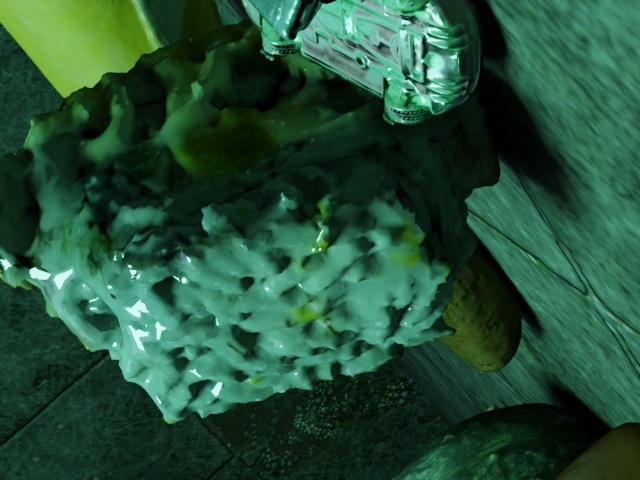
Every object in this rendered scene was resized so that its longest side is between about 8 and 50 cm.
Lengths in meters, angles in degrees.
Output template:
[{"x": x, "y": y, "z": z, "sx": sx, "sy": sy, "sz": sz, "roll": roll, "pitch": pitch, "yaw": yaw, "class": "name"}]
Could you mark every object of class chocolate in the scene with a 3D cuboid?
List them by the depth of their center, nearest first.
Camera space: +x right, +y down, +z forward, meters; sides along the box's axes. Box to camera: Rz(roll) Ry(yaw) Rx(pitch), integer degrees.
[{"x": -0.152, "y": -0.181, "z": 0.893, "sx": 0.162, "sy": 0.162, "sz": 0.445, "roll": 46, "pitch": 173, "yaw": 44, "class": "chocolate"}]

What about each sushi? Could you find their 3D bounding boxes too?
[{"x": -0.044, "y": -0.016, "z": 0.602, "sx": 0.184, "sy": 0.274, "sz": 0.139, "roll": -102, "pitch": -10, "yaw": -48, "class": "sushi"}]

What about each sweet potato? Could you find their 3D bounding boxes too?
[{"x": 0.033, "y": -0.028, "z": 0.897, "sx": 0.341, "sy": 0.092, "sz": 0.114, "roll": 50, "pitch": -167, "yaw": 0, "class": "sweet potato"}]

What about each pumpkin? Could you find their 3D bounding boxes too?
[{"x": 0.198, "y": 0.305, "z": 1.052, "sx": 0.328, "sy": 0.257, "sz": 0.291, "roll": 43, "pitch": -165, "yaw": -48, "class": "pumpkin"}]

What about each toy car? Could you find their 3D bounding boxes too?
[{"x": 0.016, "y": -0.106, "z": 0.526, "sx": 0.142, "sy": 0.055, "sz": 0.069, "roll": 34, "pitch": 146, "yaw": 35, "class": "toy car"}]

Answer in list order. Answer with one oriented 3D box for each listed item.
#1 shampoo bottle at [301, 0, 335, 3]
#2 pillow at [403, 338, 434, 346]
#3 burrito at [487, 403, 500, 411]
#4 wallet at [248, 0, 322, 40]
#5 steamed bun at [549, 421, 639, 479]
[{"x": -0.077, "y": -0.217, "z": 0.323, "sx": 0.323, "sy": 0.084, "sz": 0.129, "roll": 50, "pitch": 175, "yaw": 1, "class": "shampoo bottle"}, {"x": 0.000, "y": 0.000, "z": 1.201, "sx": 0.255, "sy": 0.120, "sz": 0.322, "roll": 46, "pitch": -174, "yaw": 23, "class": "pillow"}, {"x": 0.312, "y": 0.337, "z": 1.601, "sx": 0.275, "sy": 0.059, "sz": 0.082, "roll": 50, "pitch": -169, "yaw": -10, "class": "burrito"}, {"x": -0.027, "y": -0.154, "z": 0.491, "sx": 0.129, "sy": 0.026, "sz": 0.088, "roll": 50, "pitch": 132, "yaw": 31, "class": "wallet"}, {"x": 0.237, "y": 0.299, "z": 0.644, "sx": 0.379, "sy": 0.235, "sz": 0.248, "roll": 50, "pitch": -178, "yaw": 5, "class": "steamed bun"}]
